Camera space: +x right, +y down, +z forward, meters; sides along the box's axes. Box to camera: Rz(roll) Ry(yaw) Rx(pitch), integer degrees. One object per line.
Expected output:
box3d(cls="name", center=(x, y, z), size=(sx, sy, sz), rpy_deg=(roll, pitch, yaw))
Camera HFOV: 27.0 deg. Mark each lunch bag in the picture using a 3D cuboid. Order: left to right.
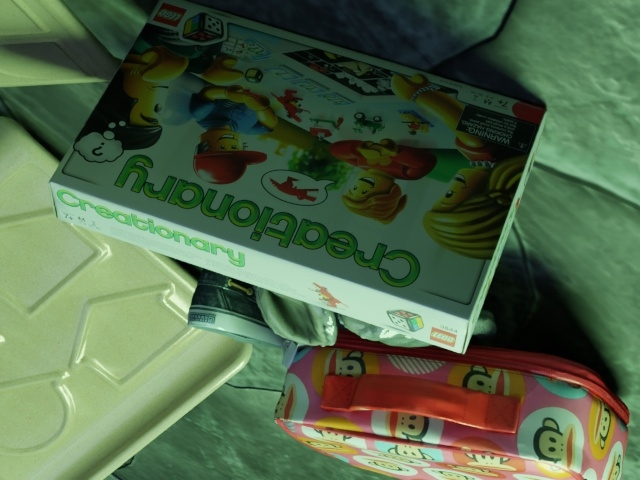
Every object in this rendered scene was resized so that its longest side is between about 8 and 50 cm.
box3d(cls="lunch bag", center=(0.111, 0.155, 1.178), size=(0.293, 0.120, 0.258), rpy_deg=(6, 165, 25))

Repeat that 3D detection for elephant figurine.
box3d(cls="elephant figurine", center=(0.000, 0.000, 1.081), size=(0.240, 0.169, 0.185), rpy_deg=(8, 109, 33))

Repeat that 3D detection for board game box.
box3d(cls="board game box", center=(-0.012, -0.054, 0.950), size=(0.305, 0.193, 0.053), rpy_deg=(18, 148, 10))

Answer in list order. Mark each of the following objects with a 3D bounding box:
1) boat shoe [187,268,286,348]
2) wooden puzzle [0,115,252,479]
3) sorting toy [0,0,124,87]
box3d(cls="boat shoe", center=(-0.059, 0.056, 1.272), size=(0.065, 0.083, 0.183), rpy_deg=(7, 171, 27))
box3d(cls="wooden puzzle", center=(-0.294, 0.082, 1.330), size=(0.322, 0.080, 0.348), rpy_deg=(-39, 114, 14))
box3d(cls="sorting toy", center=(-0.313, -0.150, 0.940), size=(0.307, 0.041, 0.229), rpy_deg=(-2, 170, 11))
